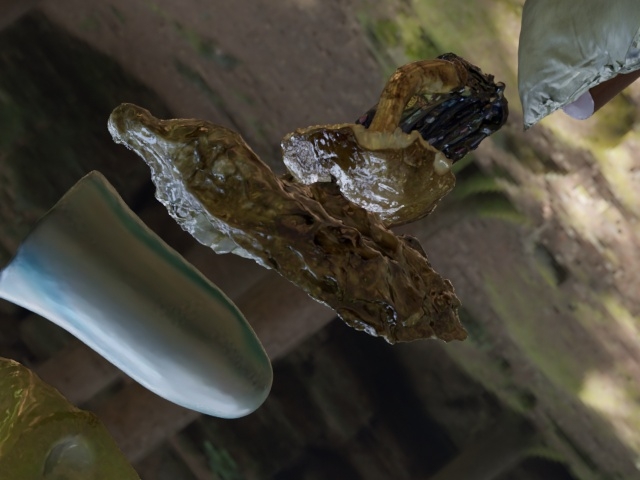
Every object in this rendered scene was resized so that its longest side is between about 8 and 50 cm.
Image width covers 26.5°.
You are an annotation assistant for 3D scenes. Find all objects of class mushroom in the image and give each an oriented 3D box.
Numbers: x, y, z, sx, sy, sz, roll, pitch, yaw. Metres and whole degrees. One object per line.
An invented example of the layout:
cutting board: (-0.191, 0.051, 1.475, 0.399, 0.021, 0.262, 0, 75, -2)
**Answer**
mushroom: (0.068, -0.139, 1.847, 0.233, 0.208, 0.302, 27, -148, -15)

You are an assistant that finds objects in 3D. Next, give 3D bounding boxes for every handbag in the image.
handbag: (0.155, -0.169, 2.027, 0.113, 0.260, 0.162, 51, -178, -44)

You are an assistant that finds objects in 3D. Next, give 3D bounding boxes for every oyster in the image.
oyster: (0.007, 0.005, 1.154, 0.396, 0.111, 0.204, 28, -177, -44)

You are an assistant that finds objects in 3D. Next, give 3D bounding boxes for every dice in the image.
dice: (-0.311, 0.256, 1.226, 0.238, 0.227, 0.233, 6, 135, 42)

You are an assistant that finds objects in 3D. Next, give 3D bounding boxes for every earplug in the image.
earplug: (-0.196, 0.091, 1.575, 0.324, 0.185, 0.185, 40, 175, -1)

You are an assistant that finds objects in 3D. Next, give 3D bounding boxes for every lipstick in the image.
lipstick: (0.391, -0.243, 1.539, 0.057, 0.356, 0.057, 33, 143, 28)

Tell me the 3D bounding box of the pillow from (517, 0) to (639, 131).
pillow: (0.234, -0.193, 1.180, 0.050, 0.148, 0.229, 14, 164, -21)
